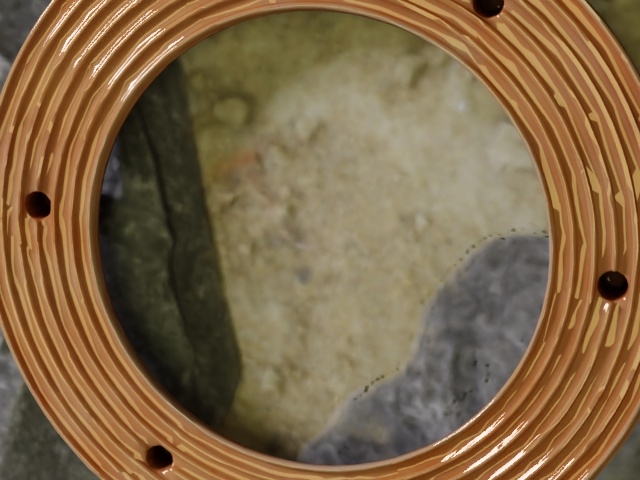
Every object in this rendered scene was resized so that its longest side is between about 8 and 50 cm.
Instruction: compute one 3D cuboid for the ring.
[{"bbox_3d":[0.000,0.000,0.741,0.337,0.032,0.336,3,103,14],"label":"ring"}]
